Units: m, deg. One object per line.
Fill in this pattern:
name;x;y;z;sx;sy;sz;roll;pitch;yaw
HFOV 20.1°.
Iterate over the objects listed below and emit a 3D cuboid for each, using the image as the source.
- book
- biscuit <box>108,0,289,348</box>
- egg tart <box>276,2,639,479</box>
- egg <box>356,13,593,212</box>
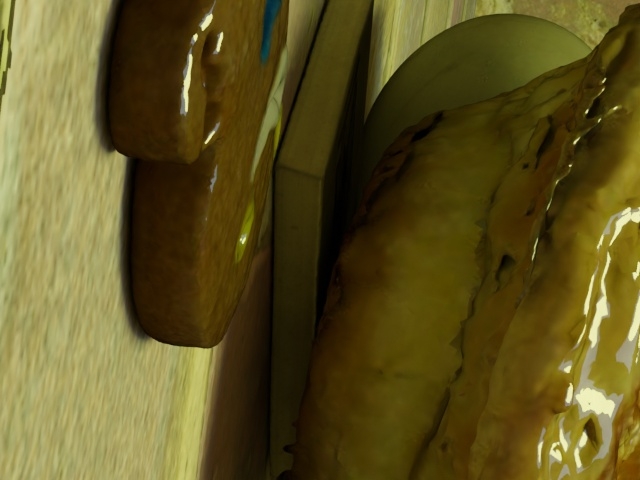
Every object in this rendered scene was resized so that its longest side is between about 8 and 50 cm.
book;0.000;0.000;0.978;0.161;0.026;0.231;-75;171;-46
biscuit;-0.031;-0.069;0.583;0.180;0.039;0.236;-76;174;-49
egg tart;0.096;0.075;0.969;0.443;0.178;0.443;16;90;-76
egg;0.112;-0.032;1.212;0.186;0.186;0.241;-43;153;-80
